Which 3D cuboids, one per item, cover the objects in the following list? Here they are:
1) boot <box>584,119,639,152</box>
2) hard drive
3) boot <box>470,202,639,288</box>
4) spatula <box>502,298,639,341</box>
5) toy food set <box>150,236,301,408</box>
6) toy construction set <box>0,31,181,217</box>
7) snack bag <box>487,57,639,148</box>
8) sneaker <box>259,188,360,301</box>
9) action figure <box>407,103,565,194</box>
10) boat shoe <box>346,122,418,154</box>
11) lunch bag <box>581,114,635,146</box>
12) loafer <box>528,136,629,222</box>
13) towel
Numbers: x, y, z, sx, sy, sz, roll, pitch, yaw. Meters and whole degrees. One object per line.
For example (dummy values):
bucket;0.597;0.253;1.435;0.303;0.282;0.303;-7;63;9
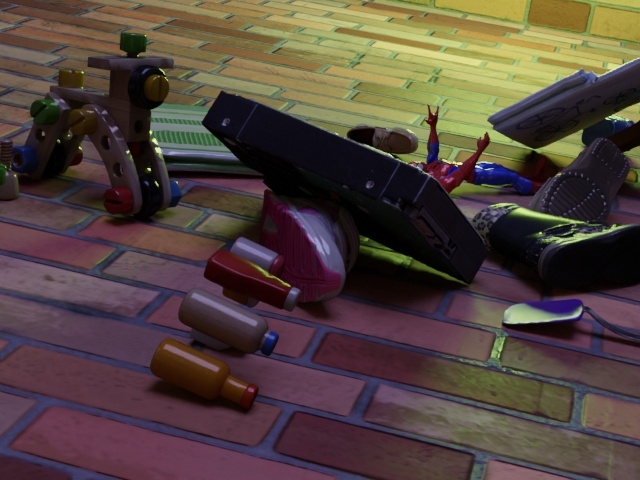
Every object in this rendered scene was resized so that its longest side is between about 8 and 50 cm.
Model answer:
boot;0.602;-0.227;2.101;0.280;0.096;0.264;-22;-1;-3
hard drive;0.034;-0.070;1.557;0.339;0.064;0.237;26;-9;34
boot;0.341;-0.004;1.666;0.236;0.085;0.179;-6;22;-34
spatula;0.368;0.106;1.451;0.297;0.030;0.084;12;18;10
toy food set;-0.074;0.076;1.248;0.105;0.111;0.232;25;22;8
toy construction set;-0.332;-0.172;1.626;0.309;0.237;0.257;-3;23;-28
snack bag;0.474;-0.249;2.064;0.343;0.037;0.323;-24;-11;20
sneaker;0.000;0.000;1.488;0.111;0.103;0.252;1;22;-14
action figure;0.261;-0.142;1.945;0.280;0.139;0.091;-4;22;-25
boat shoe;0.104;-0.171;2.085;0.135;0.050;0.045;11;21;38
lunch bag;0.553;-0.207;2.330;0.065;0.067;0.098;-3;22;-30
loafer;0.385;-0.061;1.835;0.102;0.092;0.268;47;44;5
towel;-0.188;-0.167;1.970;0.248;0.038;0.325;1;19;-22
